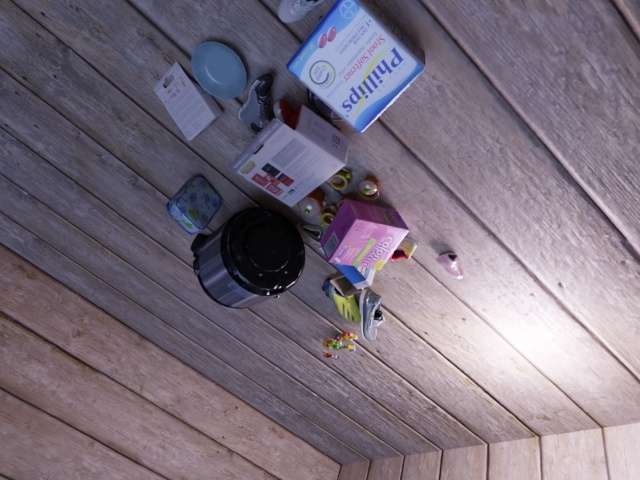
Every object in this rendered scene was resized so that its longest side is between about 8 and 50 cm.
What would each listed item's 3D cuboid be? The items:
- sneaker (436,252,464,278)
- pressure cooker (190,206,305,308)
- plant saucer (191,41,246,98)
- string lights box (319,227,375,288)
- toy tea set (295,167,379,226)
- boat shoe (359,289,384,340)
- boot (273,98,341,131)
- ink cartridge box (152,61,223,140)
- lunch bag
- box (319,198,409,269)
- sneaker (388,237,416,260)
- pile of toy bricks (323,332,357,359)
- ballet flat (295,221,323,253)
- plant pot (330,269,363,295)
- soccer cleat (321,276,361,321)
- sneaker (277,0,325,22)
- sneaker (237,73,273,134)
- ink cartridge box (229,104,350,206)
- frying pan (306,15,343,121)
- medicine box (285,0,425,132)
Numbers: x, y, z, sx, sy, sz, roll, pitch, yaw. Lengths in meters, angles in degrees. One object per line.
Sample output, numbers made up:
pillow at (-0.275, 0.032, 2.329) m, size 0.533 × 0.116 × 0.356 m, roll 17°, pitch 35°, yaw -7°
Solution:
sneaker at (0.528, 0.097, 1.847) m, size 0.134 × 0.051 × 0.070 m, roll 38°, pitch 140°, yaw -10°
pressure cooker at (-0.311, 0.087, 1.931) m, size 0.420 × 0.376 × 0.369 m, roll -31°, pitch 79°, yaw 51°
plant saucer at (-0.329, -0.565, 1.553) m, size 0.195 × 0.037 × 0.194 m, roll 12°, pitch 137°, yaw 11°
string lights box at (0.117, 0.064, 1.923) m, size 0.077 × 0.133 × 0.259 m, roll -22°, pitch 122°, yaw 38°
toy tea set at (0.061, -0.148, 1.743) m, size 0.200 × 0.124 × 0.336 m, roll 40°, pitch 134°, yaw -18°
boat shoe at (0.245, 0.362, 2.183) m, size 0.099 × 0.116 × 0.319 m, roll 8°, pitch 130°, yaw 21°
boot at (-0.032, -0.390, 1.574) m, size 0.177 × 0.088 × 0.244 m, roll -11°, pitch 135°, yaw 30°
ink cartridge box at (-0.477, -0.499, 1.686) m, size 0.181 × 0.056 × 0.224 m, roll -26°, pitch 100°, yaw 39°
lunch bag at (-0.508, -0.142, 1.913) m, size 0.090 × 0.218 × 0.176 m, roll -18°, pitch 124°, yaw 36°
box at (0.158, -0.016, 1.733) m, size 0.243 × 0.117 × 0.213 m, roll 10°, pitch 128°, yaw -31°
sneaker at (0.270, 0.037, 1.863) m, size 0.209 × 0.094 × 0.081 m, roll -2°, pitch 133°, yaw 26°
pile of toy bricks at (0.076, 0.535, 2.409) m, size 0.213 × 0.117 × 0.105 m, roll -20°, pitch 142°, yaw 35°
ballet flat at (0.000, 0.000, 1.955) m, size 0.249 × 0.086 × 0.086 m, roll 28°, pitch 137°, yaw -5°
plant pot at (0.125, 0.163, 2.046) m, size 0.109 × 0.096 × 0.109 m, roll -23°, pitch 121°, yaw 36°
soccer cleat at (0.123, 0.279, 2.158) m, size 0.121 × 0.093 × 0.289 m, roll -12°, pitch 126°, yaw 46°
sneaker at (-0.043, -0.663, 1.297) m, size 0.212 × 0.094 × 0.080 m, roll -16°, pitch 126°, yaw 34°
sneaker at (-0.185, -0.437, 1.561) m, size 0.132 × 0.086 × 0.229 m, roll 54°, pitch 144°, yaw 4°
ink cartridge box at (-0.106, -0.286, 1.553) m, size 0.272 × 0.129 × 0.310 m, roll 31°, pitch 140°, yaw -26°
frying pan at (0.058, -0.500, 1.456) m, size 0.198 × 0.053 × 0.326 m, roll 18°, pitch 140°, yaw 2°
medicine box at (0.102, -0.505, 1.321) m, size 0.289 × 0.149 × 0.263 m, roll 38°, pitch 124°, yaw -15°
